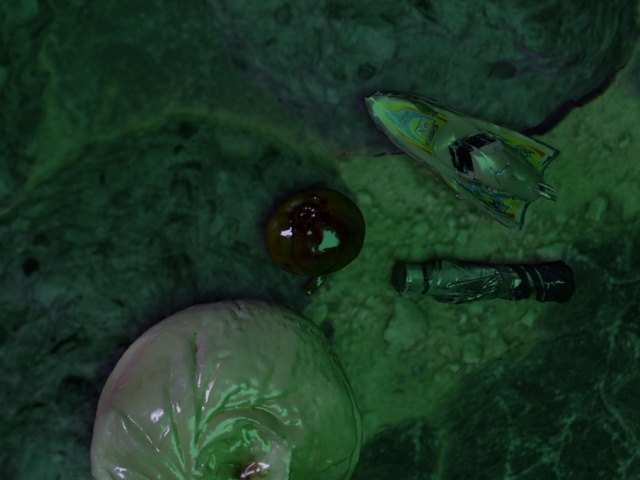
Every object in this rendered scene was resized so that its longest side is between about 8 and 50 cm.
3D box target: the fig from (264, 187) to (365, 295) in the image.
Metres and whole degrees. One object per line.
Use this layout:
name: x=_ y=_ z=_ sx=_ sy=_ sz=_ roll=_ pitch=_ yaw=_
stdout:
fig: x=0.000 y=0.000 z=0.914 sx=0.084 sy=0.082 sz=0.098 roll=-58 pitch=155 yaw=-16

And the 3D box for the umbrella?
umbrella: x=0.159 y=0.043 z=1.002 sx=0.188 sy=0.046 sz=0.050 roll=1 pitch=111 yaw=-23

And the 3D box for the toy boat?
toy boat: x=0.122 y=-0.082 z=0.934 sx=0.210 sy=0.066 sz=0.084 roll=24 pitch=96 yaw=-26

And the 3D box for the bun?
bun: x=-0.069 y=0.175 z=0.896 sx=0.243 sy=0.153 sz=0.244 roll=-9 pitch=115 yaw=-19
